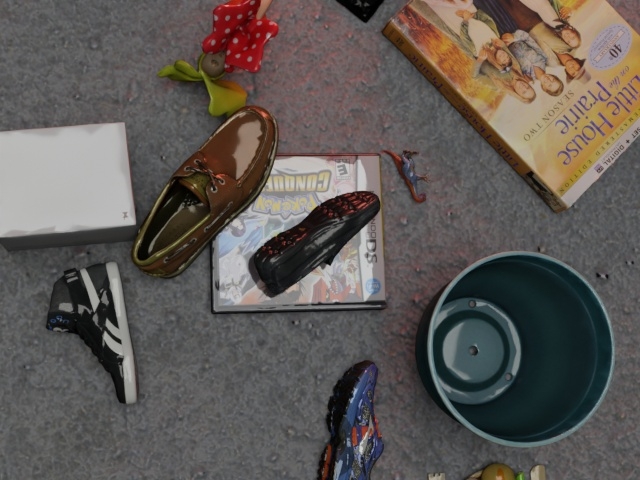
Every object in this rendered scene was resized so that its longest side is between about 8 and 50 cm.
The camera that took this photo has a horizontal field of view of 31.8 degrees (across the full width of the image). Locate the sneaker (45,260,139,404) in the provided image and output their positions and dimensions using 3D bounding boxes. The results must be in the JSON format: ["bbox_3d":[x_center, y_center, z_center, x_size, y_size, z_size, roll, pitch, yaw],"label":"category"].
[{"bbox_3d":[-0.342,0.146,1.672,0.121,0.079,0.216,-10,77,-7],"label":"sneaker"}]

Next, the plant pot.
[{"bbox_3d":[0.257,0.163,1.675,0.272,0.255,0.271,1,83,-10],"label":"plant pot"}]

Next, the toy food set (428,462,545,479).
[{"bbox_3d":[0.269,0.416,1.757,0.192,0.038,0.132,-3,84,-10],"label":"toy food set"}]

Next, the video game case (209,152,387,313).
[{"bbox_3d":[-0.036,-0.012,1.758,0.275,0.035,0.248,-1,84,-10],"label":"video game case"}]

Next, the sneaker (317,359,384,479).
[{"bbox_3d":[0.057,0.293,1.725,0.087,0.083,0.221,13,87,-21],"label":"sneaker"}]

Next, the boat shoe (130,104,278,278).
[{"bbox_3d":[-0.168,-0.073,1.674,0.111,0.104,0.307,33,89,12],"label":"boat shoe"}]

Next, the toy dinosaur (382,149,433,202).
[{"bbox_3d":[0.146,-0.103,1.809,0.090,0.047,0.082,4,92,24],"label":"toy dinosaur"}]

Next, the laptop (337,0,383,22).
[{"bbox_3d":[0.069,-0.537,1.850,0.234,0.136,0.264,37,104,-3],"label":"laptop"}]

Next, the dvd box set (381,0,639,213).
[{"bbox_3d":[0.352,-0.298,1.844,0.307,0.062,0.420,-44,92,-11],"label":"dvd box set"}]

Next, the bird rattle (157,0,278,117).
[{"bbox_3d":[-0.136,-0.310,1.682,0.143,0.253,0.206,28,56,-6],"label":"bird rattle"}]

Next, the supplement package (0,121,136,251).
[{"bbox_3d":[-0.369,-0.073,1.623,0.194,0.203,0.149,-5,85,-11],"label":"supplement package"}]

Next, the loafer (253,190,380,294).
[{"bbox_3d":[0.000,0.000,1.715,0.223,0.076,0.078,-34,126,-18],"label":"loafer"}]
